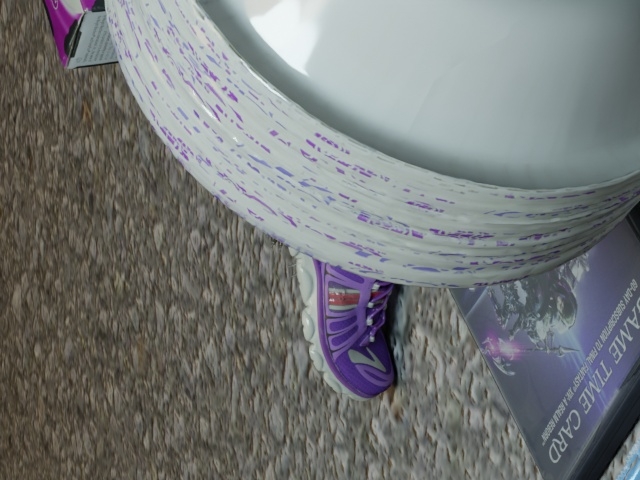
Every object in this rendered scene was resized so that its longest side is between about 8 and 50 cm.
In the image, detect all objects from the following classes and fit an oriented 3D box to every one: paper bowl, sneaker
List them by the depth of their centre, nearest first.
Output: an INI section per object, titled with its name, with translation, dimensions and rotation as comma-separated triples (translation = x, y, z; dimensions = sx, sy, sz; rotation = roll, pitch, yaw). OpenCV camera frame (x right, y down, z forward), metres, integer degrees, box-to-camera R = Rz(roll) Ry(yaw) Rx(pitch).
[paper bowl]
translation = 0.055, -0.132, 0.833
dimensions = 0.148, 0.284, 0.284
rotation = -57, 47, 51
[sneaker]
translation = 0.025, 0.033, 1.244
dimensions = 0.071, 0.068, 0.170
rotation = -2, 117, 25

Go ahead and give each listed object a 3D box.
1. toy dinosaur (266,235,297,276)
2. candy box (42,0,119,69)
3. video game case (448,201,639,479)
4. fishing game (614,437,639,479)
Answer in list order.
[toy dinosaur]
translation = 0.000, 0.000, 1.323
dimensions = 0.082, 0.047, 0.090
rotation = 6, 94, 47
[candy box]
translation = -0.061, -0.201, 1.135
dimensions = 0.071, 0.233, 0.159
rotation = 125, 130, -58
[video game case]
translation = 0.117, -0.014, 1.064
dimensions = 0.196, 0.026, 0.274
rotation = 110, 142, -49
[fishing game]
translation = 0.182, 0.118, 0.609
dimensions = 0.189, 0.041, 0.264
rotation = 46, 114, -5
